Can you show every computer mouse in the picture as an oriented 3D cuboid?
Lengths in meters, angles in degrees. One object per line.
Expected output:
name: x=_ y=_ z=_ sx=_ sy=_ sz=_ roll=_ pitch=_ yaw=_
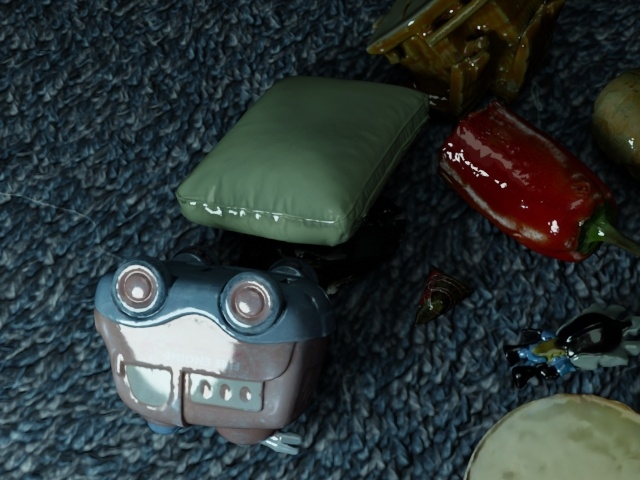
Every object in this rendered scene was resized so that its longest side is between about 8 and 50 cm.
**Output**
computer mouse: x=0.000 y=0.000 z=1.312 sx=0.242 sy=0.077 sz=0.146 roll=-18 pitch=67 yaw=-3

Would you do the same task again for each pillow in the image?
pillow: x=-0.012 y=-0.116 z=1.290 sx=0.255 sy=0.119 sz=0.322 roll=10 pitch=43 yaw=23

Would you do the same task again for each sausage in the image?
sausage: x=0.257 y=0.307 z=1.033 sx=0.233 sy=0.287 sz=0.233 roll=-2 pitch=65 yaw=4

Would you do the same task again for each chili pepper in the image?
chili pepper: x=0.315 y=-0.041 z=1.269 sx=0.338 sy=0.131 sz=0.134 roll=38 pitch=50 yaw=23

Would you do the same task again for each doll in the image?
doll: x=0.331 y=0.130 z=1.225 sx=0.195 sy=0.070 sz=0.096 roll=-19 pitch=49 yaw=2

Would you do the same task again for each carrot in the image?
carrot: x=0.490 y=-0.104 z=1.281 sx=0.139 sy=0.138 sz=0.302 roll=-39 pitch=69 yaw=-11

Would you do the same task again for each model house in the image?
model house: x=0.222 y=-0.282 z=1.358 sx=0.229 sy=0.220 sz=0.199 roll=41 pitch=59 yaw=-25

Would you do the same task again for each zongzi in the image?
zongzi: x=0.157 y=0.075 z=1.265 sx=0.067 sy=0.073 sz=0.083 roll=36 pitch=74 yaw=1

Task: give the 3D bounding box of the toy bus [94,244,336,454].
toy bus: x=-0.131 y=0.133 z=1.195 sx=0.294 sy=0.197 sz=0.231 roll=6 pitch=96 yaw=12
